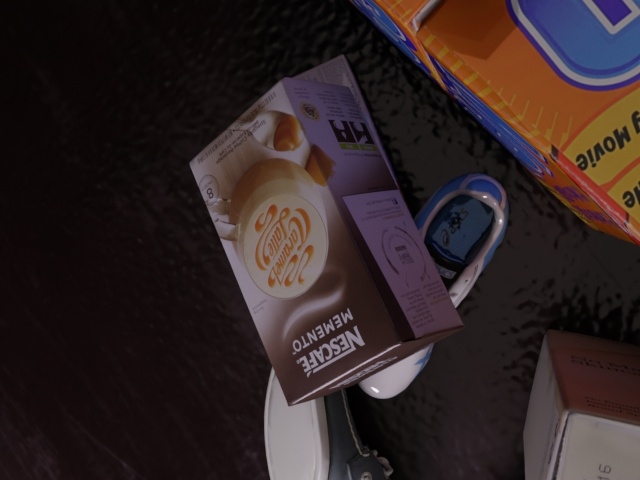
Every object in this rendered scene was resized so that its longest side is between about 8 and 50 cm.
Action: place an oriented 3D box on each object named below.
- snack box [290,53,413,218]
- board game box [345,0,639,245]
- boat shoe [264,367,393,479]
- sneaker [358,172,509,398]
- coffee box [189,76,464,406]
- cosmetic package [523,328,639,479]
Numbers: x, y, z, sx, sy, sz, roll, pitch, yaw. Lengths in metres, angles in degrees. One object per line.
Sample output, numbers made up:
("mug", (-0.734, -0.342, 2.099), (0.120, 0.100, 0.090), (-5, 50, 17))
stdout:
("snack box", (0.029, -0.086, 0.780), (0.064, 0.022, 0.178), (-22, 87, 13))
("board game box", (0.206, -0.247, 0.558), (0.356, 0.356, 0.356), (44, 102, 8))
("boat shoe", (0.019, 0.246, 0.777), (0.099, 0.116, 0.319), (-4, 83, -29))
("sneaker", (0.094, 0.043, 0.739), (0.085, 0.086, 0.237), (29, 100, 9))
("coffee box", (0.000, 0.000, 0.709), (0.141, 0.098, 0.246), (-36, 71, 35))
("cosmetic package", (0.240, 0.155, 0.594), (0.160, 0.309, 0.113), (11, 96, 12))
